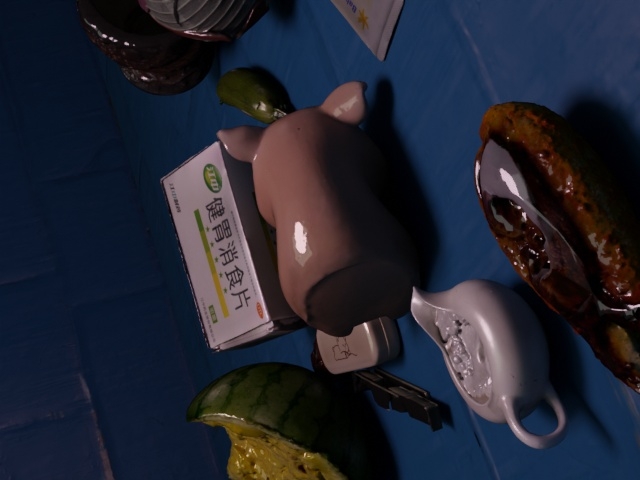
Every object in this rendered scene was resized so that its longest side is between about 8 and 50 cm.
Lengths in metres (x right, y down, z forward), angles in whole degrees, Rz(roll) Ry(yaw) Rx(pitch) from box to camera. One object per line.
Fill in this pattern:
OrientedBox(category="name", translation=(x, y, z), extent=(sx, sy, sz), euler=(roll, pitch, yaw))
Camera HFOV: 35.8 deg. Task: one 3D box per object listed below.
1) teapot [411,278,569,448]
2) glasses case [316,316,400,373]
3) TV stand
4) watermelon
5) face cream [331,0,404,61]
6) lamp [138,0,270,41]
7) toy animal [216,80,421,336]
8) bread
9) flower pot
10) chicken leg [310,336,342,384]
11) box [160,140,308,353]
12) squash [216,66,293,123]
OrientedBox(category="teapot", translation=(0.177, 0.114, 0.980), extent=(0.226, 0.092, 0.145), euler=(-125, 24, -46))
OrientedBox(category="glasses case", translation=(0.052, 0.145, 1.431), extent=(0.196, 0.050, 0.083), euler=(-33, 75, 65))
OrientedBox(category="TV stand", translation=(0.106, 0.215, 1.358), extent=(0.249, 0.042, 0.036), euler=(-171, 71, -71))
OrientedBox(category="watermelon", translation=(-0.044, 0.299, 1.587), extent=(0.331, 0.331, 0.189), euler=(114, 176, -63))
OrientedBox(category="face cream", translation=(0.026, -0.327, 1.184), extent=(0.224, 0.070, 0.114), euler=(59, 158, 21))
OrientedBox(category="lamp", translation=(-0.169, -0.414, 1.451), extent=(0.265, 0.233, 0.233), euler=(54, 153, 35))
OrientedBox(category="toy animal", translation=(0.019, -0.035, 1.236), extent=(0.213, 0.195, 0.256), euler=(54, -166, -65))
OrientedBox(category="bread", translation=(0.214, -0.001, 0.803), extent=(0.269, 0.095, 0.139), euler=(51, 155, 24))
OrientedBox(category="flower pot", translation=(-0.297, -0.405, 1.817), extent=(0.267, 0.266, 0.266), euler=(93, 159, -73))
OrientedBox(category="chicken leg", translation=(0.017, 0.161, 1.580), extent=(0.219, 0.048, 0.089), euler=(100, 152, -50))
OrientedBox(category="box", translation=(-0.127, 0.011, 1.661), extent=(0.173, 0.145, 0.333), euler=(-28, 75, 44))
OrientedBox(category="squash", translation=(-0.121, -0.249, 1.669), extent=(0.080, 0.071, 0.318), euler=(38, 178, -29))
